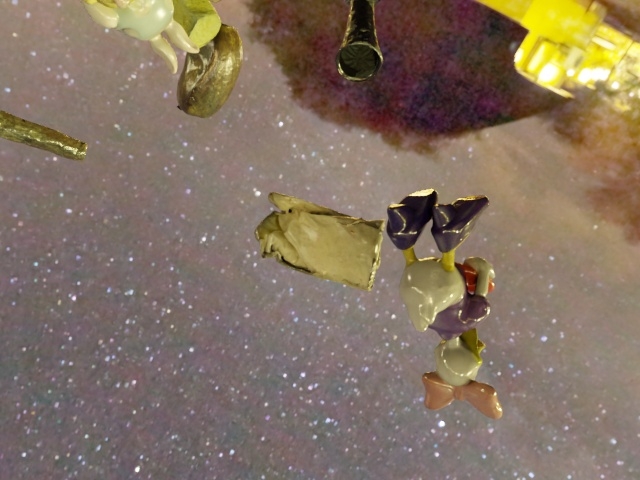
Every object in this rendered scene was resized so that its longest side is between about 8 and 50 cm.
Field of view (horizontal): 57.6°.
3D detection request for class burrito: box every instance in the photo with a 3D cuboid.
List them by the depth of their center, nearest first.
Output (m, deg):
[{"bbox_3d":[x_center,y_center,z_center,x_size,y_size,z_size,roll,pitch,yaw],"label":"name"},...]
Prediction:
[{"bbox_3d":[0.001,-0.003,1.520,0.332,0.190,0.135,16,-175,8],"label":"burrito"}]

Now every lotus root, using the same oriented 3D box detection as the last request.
[{"bbox_3d":[-0.307,-0.479,1.641,0.152,0.274,0.160,7,-150,-36],"label":"lotus root"}]

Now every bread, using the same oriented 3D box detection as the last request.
[{"bbox_3d":[-0.298,-0.516,1.344,0.111,0.129,0.114,-21,-107,-42],"label":"bread"}]

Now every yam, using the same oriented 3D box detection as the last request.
[{"bbox_3d":[-0.643,-0.234,1.256,0.274,0.061,0.061,18,-155,-36],"label":"yam"}]

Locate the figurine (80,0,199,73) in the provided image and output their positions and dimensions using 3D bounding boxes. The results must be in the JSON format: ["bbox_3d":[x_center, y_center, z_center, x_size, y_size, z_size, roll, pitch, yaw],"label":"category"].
[{"bbox_3d":[-0.263,-0.340,0.787,0.235,0.127,0.155,47,168,-18],"label":"figurine"}]

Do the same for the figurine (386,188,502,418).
[{"bbox_3d":[0.216,0.117,0.975,0.154,0.420,0.193,1,-142,32],"label":"figurine"}]

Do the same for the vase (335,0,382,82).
[{"bbox_3d":[0.052,-0.281,0.755,0.059,0.059,0.167,19,-129,-17],"label":"vase"}]

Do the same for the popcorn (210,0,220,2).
[{"bbox_3d":[-0.144,-0.366,0.645,0.180,0.180,0.170,37,-167,20],"label":"popcorn"}]
